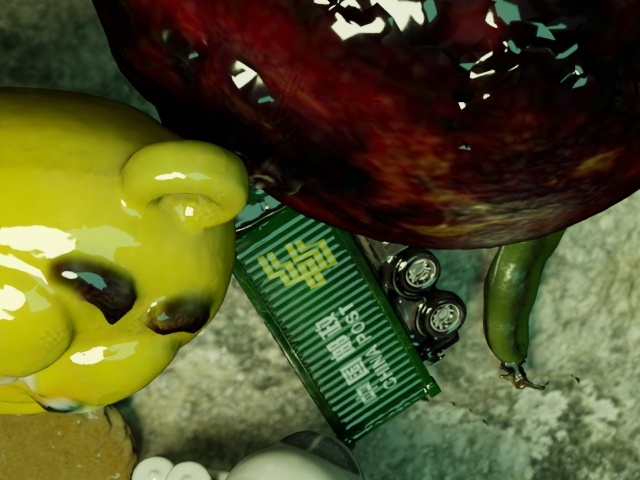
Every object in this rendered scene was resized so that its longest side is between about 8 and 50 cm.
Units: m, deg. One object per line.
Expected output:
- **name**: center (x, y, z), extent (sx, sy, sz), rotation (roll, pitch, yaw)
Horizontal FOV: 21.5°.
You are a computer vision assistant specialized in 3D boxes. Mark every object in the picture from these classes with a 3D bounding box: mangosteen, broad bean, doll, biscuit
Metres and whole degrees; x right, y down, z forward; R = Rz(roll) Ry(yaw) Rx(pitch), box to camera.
- **mangosteen**: center (0.072, -0.188, 0.844), extent (0.421, 0.381, 0.381), rotation (-29, 128, -39)
- **broad bean**: center (0.156, 0.000, 1.164), extent (0.069, 0.039, 0.227), rotation (8, 114, -17)
- **doll**: center (-0.232, 0.009, 0.856), extent (0.348, 0.423, 0.161), rotation (11, 71, -10)
- **biscuit**: center (-0.227, 0.173, 1.107), extent (0.225, 0.042, 0.226), rotation (-10, 119, -18)

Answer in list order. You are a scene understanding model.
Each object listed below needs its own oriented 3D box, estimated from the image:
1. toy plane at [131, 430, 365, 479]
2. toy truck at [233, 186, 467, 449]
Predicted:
- **toy plane**: center (-0.007, 0.198, 1.112), extent (0.252, 0.252, 0.118), rotation (36, 66, -31)
- **toy truck**: center (0.000, 0.000, 1.078), extent (0.121, 0.088, 0.259), rotation (-32, 124, -3)
